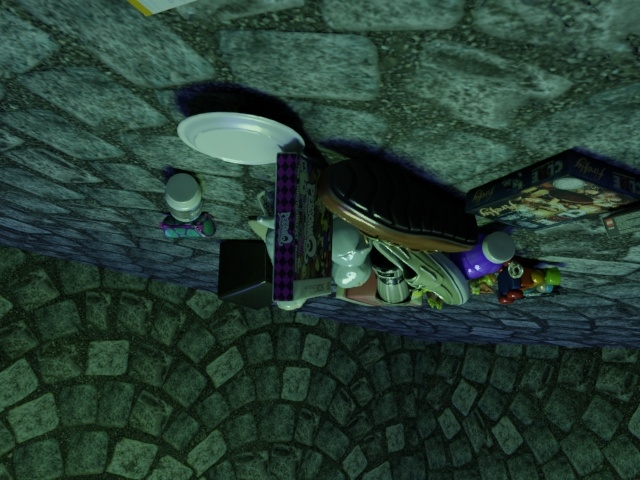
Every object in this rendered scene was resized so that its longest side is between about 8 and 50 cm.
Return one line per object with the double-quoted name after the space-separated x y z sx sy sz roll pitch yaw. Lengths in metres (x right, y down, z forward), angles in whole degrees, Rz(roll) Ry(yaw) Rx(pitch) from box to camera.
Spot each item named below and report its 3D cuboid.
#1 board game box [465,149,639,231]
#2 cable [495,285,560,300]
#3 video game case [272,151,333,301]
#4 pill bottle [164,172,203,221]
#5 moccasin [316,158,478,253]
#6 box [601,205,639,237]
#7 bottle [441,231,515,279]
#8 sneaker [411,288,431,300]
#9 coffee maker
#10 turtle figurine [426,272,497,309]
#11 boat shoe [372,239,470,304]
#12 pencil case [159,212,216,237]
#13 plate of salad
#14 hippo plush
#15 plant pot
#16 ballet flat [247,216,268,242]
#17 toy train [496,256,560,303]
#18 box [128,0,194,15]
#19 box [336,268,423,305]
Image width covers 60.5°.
0.390 -0.074 0.935 0.165 0.042 0.243 13 165 -19 "board game box"
0.629 0.157 1.678 0.184 0.047 0.150 -11 165 29 "cable"
-0.024 -0.017 0.935 0.041 0.232 0.210 1 178 17 "video game case"
-0.297 -0.094 1.197 0.078 0.078 0.137 11 166 -8 "pill bottle"
0.136 -0.052 1.024 0.380 0.139 0.147 9 160 -43 "moccasin"
0.551 -0.055 0.827 0.114 0.036 0.207 -19 177 -23 "box"
0.353 0.043 1.282 0.118 0.092 0.283 -19 171 -13 "bottle"
0.307 0.075 1.500 0.240 0.126 0.091 -18 176 -20 "sneaker"
0.177 0.048 1.370 0.120 0.171 0.178 -12 142 4 "coffee maker"
0.421 0.133 1.604 0.217 0.087 0.269 -24 170 23 "turtle figurine"
0.221 0.057 1.228 0.302 0.094 0.109 45 164 -23 "boat shoe"
-0.354 -0.039 1.473 0.151 0.065 0.070 -1 179 32 "pencil case"
-0.123 -0.167 0.868 0.199 0.048 0.200 5 167 1 "plate of salad"
0.000 0.000 1.252 0.236 0.234 0.294 -9 122 0 "hippo plush"
-0.191 0.096 1.703 0.167 0.188 0.187 -17 154 32 "plant pot"
-0.072 0.002 1.431 0.248 0.086 0.086 12 165 -12 "ballet flat"
0.543 0.093 1.397 0.143 0.105 0.248 -3 165 4 "toy train"
-0.151 -0.269 0.538 0.136 0.028 0.081 -3 162 30 "box"
0.180 0.125 1.663 0.148 0.127 0.232 19 162 -36 "box"
